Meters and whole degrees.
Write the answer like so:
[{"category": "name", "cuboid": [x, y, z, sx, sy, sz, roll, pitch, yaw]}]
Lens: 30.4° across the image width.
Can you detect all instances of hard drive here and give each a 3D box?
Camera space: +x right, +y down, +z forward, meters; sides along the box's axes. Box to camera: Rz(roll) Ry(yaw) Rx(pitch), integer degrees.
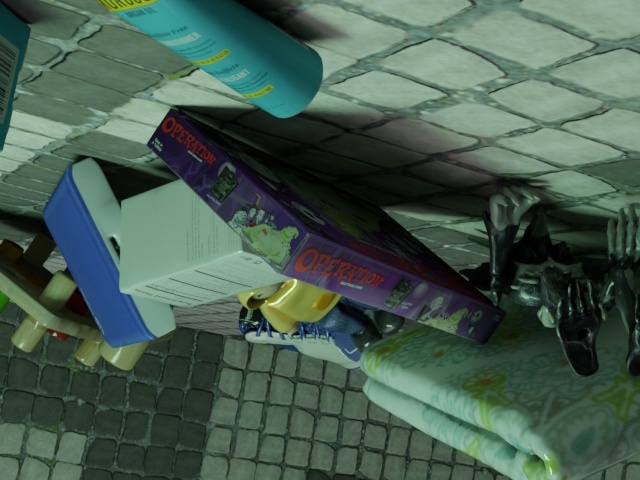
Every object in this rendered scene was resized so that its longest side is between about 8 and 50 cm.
[{"category": "hard drive", "cuboid": [-0.264, 0.027, 1.432, 0.040, 0.210, 0.318, -27, -178, -19]}]

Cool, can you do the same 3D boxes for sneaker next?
[{"category": "sneaker", "cuboid": [-0.040, 0.150, 2.083, 0.182, 0.127, 0.315, 13, 171, -33]}]

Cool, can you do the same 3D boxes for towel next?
[{"category": "towel", "cuboid": [0.251, 0.124, 1.192, 0.320, 0.090, 0.374, -23, -164, -22]}]

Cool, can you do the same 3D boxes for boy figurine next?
[{"category": "boy figurine", "cuboid": [-0.008, 0.065, 1.585, 0.177, 0.092, 0.285, -41, 140, 23]}]

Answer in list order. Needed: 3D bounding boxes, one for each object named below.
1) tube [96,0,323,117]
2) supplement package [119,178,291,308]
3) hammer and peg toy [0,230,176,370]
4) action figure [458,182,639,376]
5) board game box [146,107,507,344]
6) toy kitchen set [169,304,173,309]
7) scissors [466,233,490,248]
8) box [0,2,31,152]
[{"category": "tube", "cuboid": [-0.083, -0.141, 0.729, 0.080, 0.052, 0.207, -8, 155, 41]}, {"category": "supplement package", "cuboid": [-0.114, -0.004, 1.234, 0.179, 0.105, 0.105, -16, 157, 36]}, {"category": "hammer and peg toy", "cuboid": [-0.389, 0.104, 1.772, 0.361, 0.127, 0.266, 35, 180, 21]}, {"category": "action figure", "cuboid": [0.232, 0.022, 1.097, 0.164, 0.141, 0.276, 3, -162, -11]}, {"category": "board game box", "cuboid": [0.017, -0.005, 1.099, 0.208, 0.056, 0.347, 47, -165, 35]}, {"category": "toy kitchen set", "cuboid": [-0.143, 0.061, 1.687, 0.166, 0.122, 0.207, 18, 168, -39]}, {"category": "scissors", "cuboid": [0.278, 0.028, 1.418, 0.109, 0.021, 0.297, 6, 169, 32]}, {"category": "box", "cuboid": [-0.342, -0.130, 0.862, 0.244, 0.101, 0.060, 6, 168, 15]}]
